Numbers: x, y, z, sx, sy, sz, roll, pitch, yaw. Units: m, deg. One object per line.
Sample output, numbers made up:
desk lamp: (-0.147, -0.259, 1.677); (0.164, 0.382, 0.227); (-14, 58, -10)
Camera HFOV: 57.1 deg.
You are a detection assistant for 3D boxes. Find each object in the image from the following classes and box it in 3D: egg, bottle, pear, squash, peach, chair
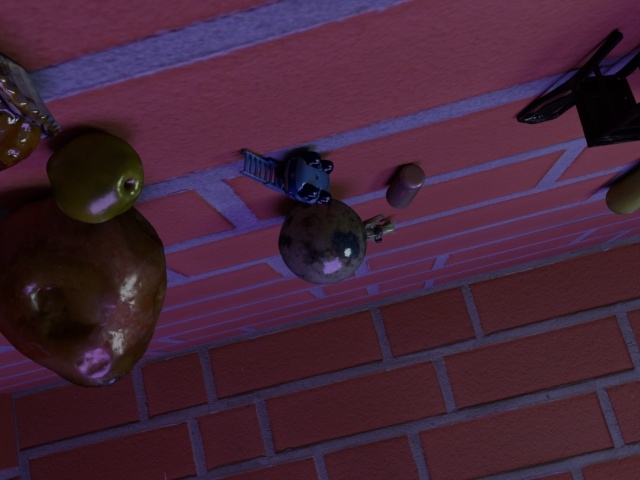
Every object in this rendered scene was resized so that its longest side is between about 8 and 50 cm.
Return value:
egg: (0.000, 0.000, 0.955); (0.141, 0.141, 0.182); (-10, -176, -18)
bottle: (0.136, -0.086, 0.939); (0.045, 0.045, 0.096); (-11, 164, -11)
pear: (-0.223, -0.064, 0.585); (0.097, 0.092, 0.092); (26, -178, 21)
squash: (0.716, -0.121, 1.318); (0.083, 0.083, 0.250); (-14, 165, 1)
peach: (-0.284, 0.061, 0.719); (0.214, 0.235, 0.214); (-21, 174, -2)
chair: (0.336, -0.155, 0.725); (0.084, 0.101, 0.212); (-9, 165, -17)

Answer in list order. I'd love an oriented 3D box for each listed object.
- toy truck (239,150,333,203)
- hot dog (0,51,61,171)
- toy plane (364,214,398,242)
toy truck: (-0.038, -0.084, 0.747); (0.074, 0.063, 0.136); (2, 171, 26)
hot dog: (-0.334, -0.074, 0.426); (0.271, 0.081, 0.162); (-15, 169, -1)
toy plane: (0.104, -0.017, 1.205); (0.111, 0.040, 0.102); (-14, 148, -6)
